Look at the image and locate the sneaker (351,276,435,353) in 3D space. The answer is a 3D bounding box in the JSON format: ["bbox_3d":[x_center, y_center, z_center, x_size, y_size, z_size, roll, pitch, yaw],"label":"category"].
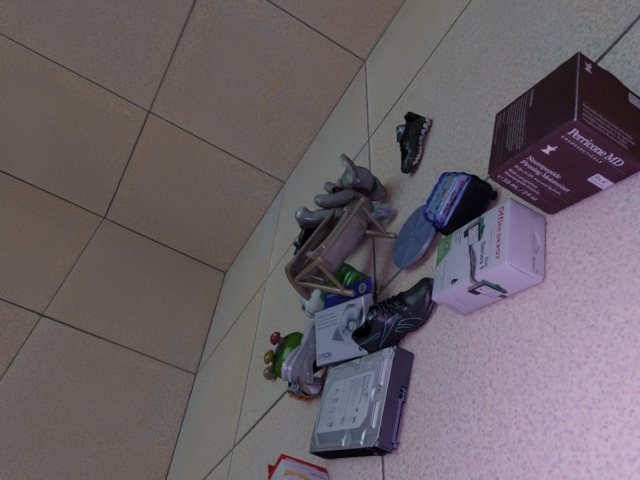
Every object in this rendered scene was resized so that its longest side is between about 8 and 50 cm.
[{"bbox_3d":[0.181,0.186,1.299,0.267,0.106,0.101,-54,17,25],"label":"sneaker"}]

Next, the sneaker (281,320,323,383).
[{"bbox_3d":[-0.011,0.348,1.639,0.281,0.115,0.105,-50,-30,-47],"label":"sneaker"}]

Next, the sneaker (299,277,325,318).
[{"bbox_3d":[-0.038,0.174,1.968,0.152,0.114,0.305,-58,17,15],"label":"sneaker"}]

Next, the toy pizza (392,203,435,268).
[{"bbox_3d":[0.268,-0.010,1.462,0.201,0.032,0.201,-54,17,26],"label":"toy pizza"}]

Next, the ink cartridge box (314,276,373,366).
[{"bbox_3d":[0.065,0.231,1.500,0.223,0.045,0.224,-28,57,46],"label":"ink cartridge box"}]

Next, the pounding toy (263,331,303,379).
[{"bbox_3d":[-0.162,0.418,1.984,0.237,0.110,0.183,-38,30,55],"label":"pounding toy"}]

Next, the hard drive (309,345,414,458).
[{"bbox_3d":[0.092,0.407,1.309,0.339,0.064,0.237,-37,31,55],"label":"hard drive"}]

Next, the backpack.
[{"bbox_3d":[0.318,-0.088,1.284,0.158,0.117,0.173,-61,14,5],"label":"backpack"}]

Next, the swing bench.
[{"bbox_3d":[0.041,0.031,1.574,0.255,0.165,0.253,-12,35,55],"label":"swing bench"}]

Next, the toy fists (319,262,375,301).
[{"bbox_3d":[0.087,0.152,1.662,0.279,0.096,0.142,-148,76,-71],"label":"toy fists"}]

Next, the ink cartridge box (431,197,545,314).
[{"bbox_3d":[0.335,0.037,1.073,0.219,0.093,0.160,-42,27,52],"label":"ink cartridge box"}]

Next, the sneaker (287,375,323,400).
[{"bbox_3d":[-0.048,0.461,1.647,0.215,0.084,0.083,160,118,-70],"label":"sneaker"}]

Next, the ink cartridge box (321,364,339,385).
[{"bbox_3d":[0.031,0.395,1.569,0.063,0.029,0.115,-60,17,9],"label":"ink cartridge box"}]

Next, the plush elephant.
[{"bbox_3d":[0.095,-0.148,1.818,0.330,0.272,0.255,-19,54,27],"label":"plush elephant"}]

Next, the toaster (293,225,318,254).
[{"bbox_3d":[0.000,0.000,2.042,0.110,0.186,0.168,170,117,-73],"label":"toaster"}]

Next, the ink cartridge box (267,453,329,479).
[{"bbox_3d":[-0.047,0.609,1.291,0.078,0.134,0.231,-62,17,7],"label":"ink cartridge box"}]

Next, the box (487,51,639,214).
[{"bbox_3d":[0.439,-0.184,0.958,0.203,0.168,0.167,-39,28,56],"label":"box"}]

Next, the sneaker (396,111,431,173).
[{"bbox_3d":[0.288,-0.330,1.758,0.078,0.106,0.234,-30,36,63],"label":"sneaker"}]
